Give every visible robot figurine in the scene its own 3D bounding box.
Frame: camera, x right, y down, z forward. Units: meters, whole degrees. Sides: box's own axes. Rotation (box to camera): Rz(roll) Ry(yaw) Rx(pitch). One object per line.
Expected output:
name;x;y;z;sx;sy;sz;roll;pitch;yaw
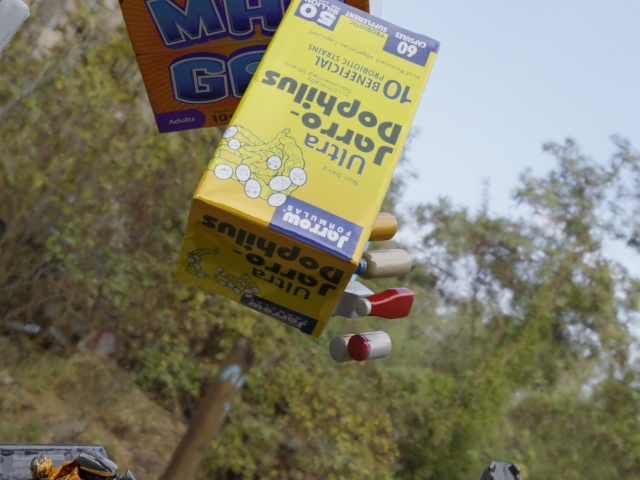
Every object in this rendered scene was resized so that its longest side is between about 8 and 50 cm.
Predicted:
robot figurine;-0.297;0.407;1.291;0.291;0.211;0.085;58;23;-16

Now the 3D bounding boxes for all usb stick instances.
usb stick;-0.457;0.365;1.573;0.045;0.077;0.278;-18;-21;35

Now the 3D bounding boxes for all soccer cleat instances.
soccer cleat;0.324;0.518;1.720;0.093;0.121;0.289;7;32;3

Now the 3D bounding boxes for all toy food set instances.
toy food set;0.053;0.082;1.377;0.104;0.232;0.111;-2;28;-44

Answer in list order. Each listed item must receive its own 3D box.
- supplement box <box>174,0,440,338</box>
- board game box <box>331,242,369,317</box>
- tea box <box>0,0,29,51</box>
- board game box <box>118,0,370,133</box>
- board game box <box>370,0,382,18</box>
supplement box;-0.013;-0.099;1.186;0.194;0.356;0.195;22;-33;-1
board game box;0.000;0.000;1.611;0.160;0.210;0.047;42;-42;-23
tea box;-0.456;-0.228;0.743;0.329;0.220;0.323;38;1;1
board game box;-0.120;-0.436;1.548;0.356;0.356;0.356;-8;-36;0
board game box;0.061;-0.256;1.869;0.066;0.319;0.318;9;-27;6
